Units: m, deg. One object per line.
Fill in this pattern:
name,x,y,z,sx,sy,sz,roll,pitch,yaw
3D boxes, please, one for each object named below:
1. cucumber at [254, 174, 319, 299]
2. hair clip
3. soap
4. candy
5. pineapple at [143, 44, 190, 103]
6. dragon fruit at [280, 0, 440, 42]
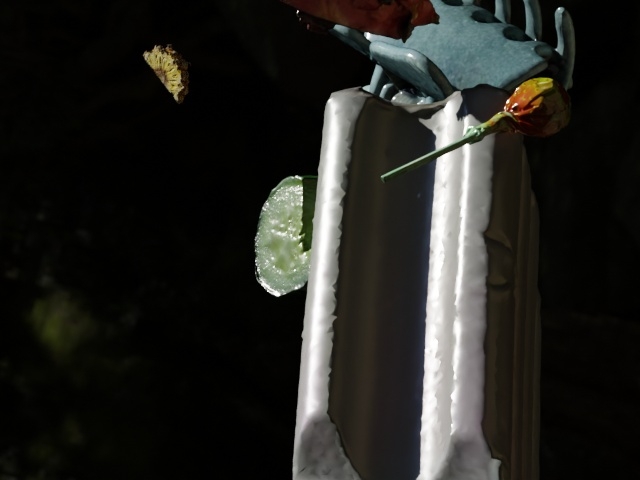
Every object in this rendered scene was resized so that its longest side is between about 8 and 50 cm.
cucumber,-0.007,0.003,2.433,0.130,0.191,0.191,7,-80,-43
hair clip,0.178,-0.240,2.235,0.238,0.318,0.392,-42,-39,-13
soap,0.111,0.105,1.639,0.350,0.212,0.435,60,-148,-62
candy,0.143,-0.095,1.490,0.060,0.201,0.060,58,164,27
pineapple,-0.188,-0.217,2.031,0.019,0.083,0.045,-16,-27,-49
dragon fruit,0.017,-0.296,1.611,0.126,0.274,0.161,-58,9,35
